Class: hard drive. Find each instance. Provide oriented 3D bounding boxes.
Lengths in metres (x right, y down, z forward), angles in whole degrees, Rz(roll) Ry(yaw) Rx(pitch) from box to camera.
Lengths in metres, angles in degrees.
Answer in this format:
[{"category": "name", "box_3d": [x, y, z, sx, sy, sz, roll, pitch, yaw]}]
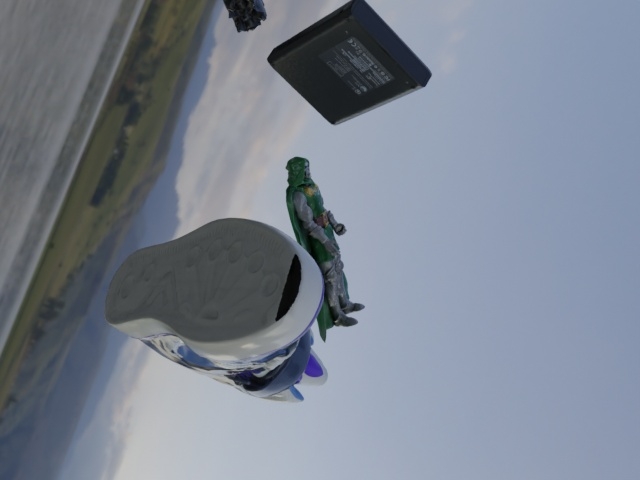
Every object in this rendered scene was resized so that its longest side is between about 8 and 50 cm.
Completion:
[{"category": "hard drive", "box_3d": [0.022, -0.154, 0.781, 0.135, 0.094, 0.022, -14, -140, 55]}]

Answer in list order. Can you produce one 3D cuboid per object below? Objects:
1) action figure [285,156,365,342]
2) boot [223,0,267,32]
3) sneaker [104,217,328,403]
[{"category": "action figure", "box_3d": [0.000, 0.000, 1.157, 0.063, 0.232, 0.137, -14, -163, 16]}, {"category": "boot", "box_3d": [-0.089, -0.271, 0.863, 0.045, 0.099, 0.121, -21, -132, 11]}, {"category": "sneaker", "box_3d": [-0.046, 0.086, 0.878, 0.322, 0.236, 0.130, -6, -119, 49]}]
